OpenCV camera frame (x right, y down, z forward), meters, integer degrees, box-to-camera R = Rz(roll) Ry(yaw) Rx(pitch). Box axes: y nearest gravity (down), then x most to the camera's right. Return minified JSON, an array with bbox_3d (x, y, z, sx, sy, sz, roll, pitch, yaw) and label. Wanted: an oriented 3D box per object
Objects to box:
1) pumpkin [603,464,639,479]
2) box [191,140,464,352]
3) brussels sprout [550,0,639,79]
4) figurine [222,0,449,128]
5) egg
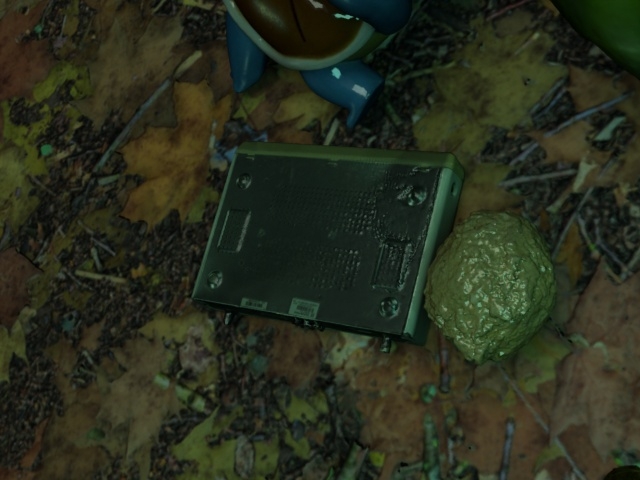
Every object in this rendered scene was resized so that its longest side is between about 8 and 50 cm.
[{"bbox_3d":[0.254,0.221,0.791,0.050,0.028,0.083,-33,55,18],"label":"pumpkin"},{"bbox_3d":[0.000,0.000,1.007,0.270,0.045,0.210,9,75,32],"label":"box"},{"bbox_3d":[0.295,-0.284,0.758,0.276,0.315,0.371,-30,67,30],"label":"brussels sprout"},{"bbox_3d":[-0.002,-0.269,1.032,0.298,0.243,0.416,-58,35,10],"label":"figurine"},{"bbox_3d":[0.150,0.042,0.863,0.116,0.118,0.140,5,83,14],"label":"egg"}]
